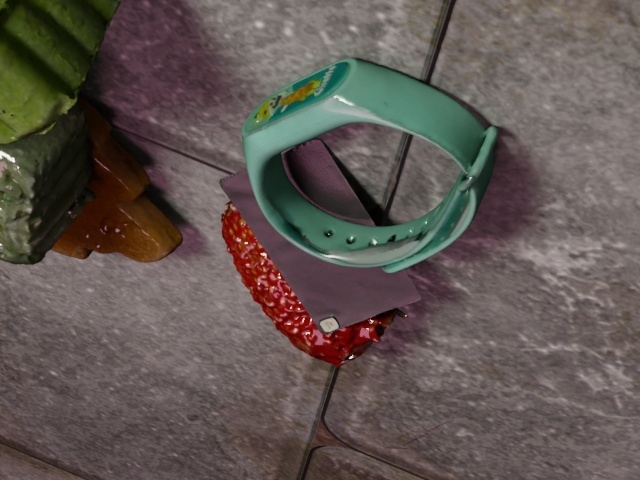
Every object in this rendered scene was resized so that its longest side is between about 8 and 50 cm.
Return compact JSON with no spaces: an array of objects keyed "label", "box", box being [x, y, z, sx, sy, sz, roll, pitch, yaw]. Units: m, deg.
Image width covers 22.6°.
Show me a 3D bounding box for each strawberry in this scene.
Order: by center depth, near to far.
[{"label":"strawberry","box":[-0.028,0.058,1.601,0.208,0.087,0.167,29,152,-4]}]

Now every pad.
[{"label":"pad","box":[0.000,0.000,1.489,0.116,0.004,0.193,-21,115,27]}]

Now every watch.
[{"label":"watch","box":[0.041,-0.060,1.358,0.237,0.068,0.195,-23,120,44]}]

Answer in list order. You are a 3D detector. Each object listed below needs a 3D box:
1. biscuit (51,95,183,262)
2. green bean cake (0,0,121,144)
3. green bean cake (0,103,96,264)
[{"label":"biscuit","box":[-0.266,-0.083,1.593,0.278,0.043,0.301,21,148,12]},{"label":"green bean cake","box":[-0.263,-0.176,1.273,0.200,0.214,0.113,-4,144,41]},{"label":"green bean cake","box":[-0.323,-0.086,1.482,0.223,0.125,0.227,27,153,4]}]
